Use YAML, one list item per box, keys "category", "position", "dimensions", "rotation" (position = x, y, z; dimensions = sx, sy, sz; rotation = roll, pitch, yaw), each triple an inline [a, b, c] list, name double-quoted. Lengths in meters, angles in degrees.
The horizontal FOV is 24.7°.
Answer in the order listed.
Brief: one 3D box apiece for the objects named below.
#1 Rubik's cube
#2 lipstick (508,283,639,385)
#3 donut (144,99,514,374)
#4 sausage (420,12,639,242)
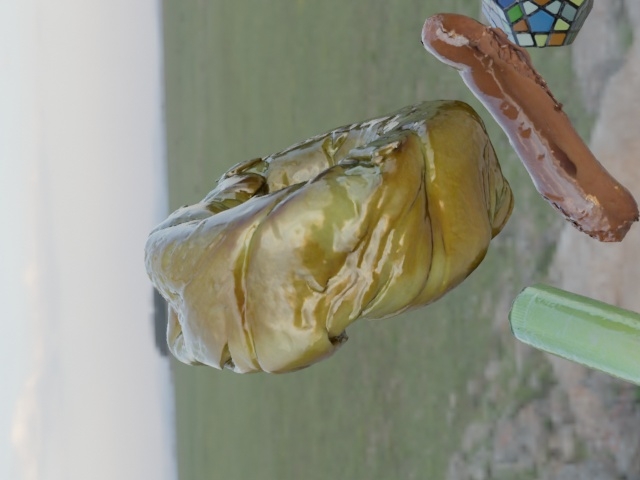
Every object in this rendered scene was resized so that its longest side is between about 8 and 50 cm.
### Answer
- category: "Rubik's cube"
  position: [0.245, -0.273, 1.641]
  dimensions: [0.112, 0.133, 0.133]
  rotation: [-86, -1, -53]
- category: "lipstick"
  position: [0.310, 0.107, 1.516]
  dimensions: [0.304, 0.076, 0.076]
  rotation: [20, 114, 58]
- category: "donut"
  position: [0.000, 0.000, 1.347]
  dimensions: [0.360, 0.360, 0.170]
  rotation: [-126, 10, -79]
- category: "sausage"
  position: [0.212, -0.116, 1.466]
  dimensions: [0.304, 0.078, 0.078]
  rotation: [50, -178, -12]
